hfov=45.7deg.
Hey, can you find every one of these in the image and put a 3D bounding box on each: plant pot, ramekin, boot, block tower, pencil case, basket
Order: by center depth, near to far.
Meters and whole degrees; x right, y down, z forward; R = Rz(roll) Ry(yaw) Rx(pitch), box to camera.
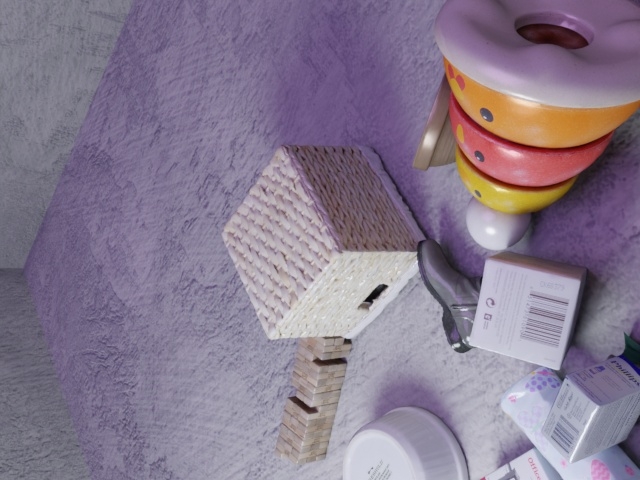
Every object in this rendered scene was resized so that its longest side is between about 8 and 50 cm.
[{"bbox_3d":[0.424,0.345,1.278,0.273,0.113,0.124,55,142,33],"label":"pencil case"},{"bbox_3d":[0.263,-0.235,1.443,0.109,0.237,0.238,20,108,4],"label":"plant pot"},{"bbox_3d":[0.296,0.084,1.470,0.161,0.083,0.247,-32,71,36],"label":"boot"},{"bbox_3d":[0.162,0.486,1.559,0.272,0.127,0.273,-1,89,48],"label":"ramekin"},{"bbox_3d":[0.000,0.000,1.656,0.328,0.266,0.331,-52,52,35],"label":"basket"},{"bbox_3d":[-0.017,0.368,1.793,0.097,0.090,0.336,28,110,46],"label":"block tower"}]

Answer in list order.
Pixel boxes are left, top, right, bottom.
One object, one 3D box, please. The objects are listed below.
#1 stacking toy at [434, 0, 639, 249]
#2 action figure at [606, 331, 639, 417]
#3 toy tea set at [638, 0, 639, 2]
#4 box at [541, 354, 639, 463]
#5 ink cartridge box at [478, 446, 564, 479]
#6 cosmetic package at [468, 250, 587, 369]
[{"bbox_3d":[0.337,-0.159,1.261,0.351,0.350,0.480,49,149,38],"label":"stacking toy"},{"bbox_3d":[0.551,0.247,1.173,0.232,0.063,0.137,23,117,50],"label":"action figure"},{"bbox_3d":[0.570,-0.468,1.076,0.336,0.200,0.124,-49,63,42],"label":"toy tea set"},{"bbox_3d":[0.430,0.260,1.178,0.072,0.137,0.126,47,137,43],"label":"box"},{"bbox_3d":[0.365,0.452,1.361,0.150,0.063,0.109,-44,55,30],"label":"ink cartridge box"},{"bbox_3d":[0.353,0.109,1.278,0.151,0.183,0.151,14,98,21],"label":"cosmetic package"}]
